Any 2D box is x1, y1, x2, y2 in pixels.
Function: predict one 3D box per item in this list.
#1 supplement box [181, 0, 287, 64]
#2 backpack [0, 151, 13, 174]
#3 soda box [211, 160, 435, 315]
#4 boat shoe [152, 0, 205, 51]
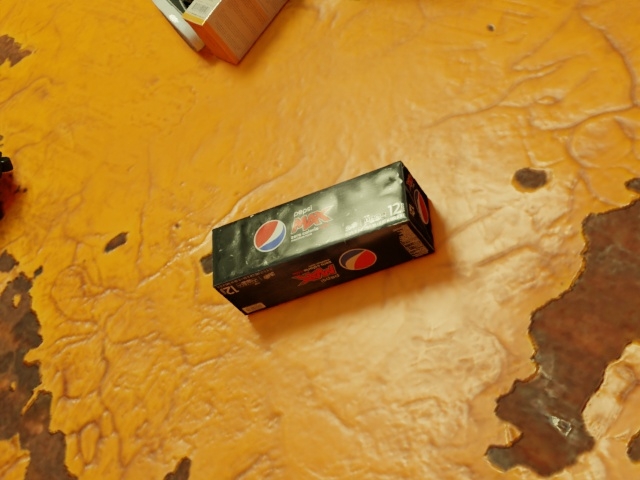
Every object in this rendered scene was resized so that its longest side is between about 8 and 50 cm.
[{"bbox_3d":[-0.076,-0.225,1.046,0.036,0.062,0.098,29,77,42],"label":"supplement box"},{"bbox_3d":[-0.414,-0.057,1.110,0.182,0.115,0.152,21,75,42],"label":"backpack"},{"bbox_3d":[0.000,0.000,0.858,0.168,0.053,0.060,-19,52,20],"label":"soda box"},{"bbox_3d":[-0.140,-0.236,1.102,0.040,0.049,0.142,-39,45,2],"label":"boat shoe"}]
